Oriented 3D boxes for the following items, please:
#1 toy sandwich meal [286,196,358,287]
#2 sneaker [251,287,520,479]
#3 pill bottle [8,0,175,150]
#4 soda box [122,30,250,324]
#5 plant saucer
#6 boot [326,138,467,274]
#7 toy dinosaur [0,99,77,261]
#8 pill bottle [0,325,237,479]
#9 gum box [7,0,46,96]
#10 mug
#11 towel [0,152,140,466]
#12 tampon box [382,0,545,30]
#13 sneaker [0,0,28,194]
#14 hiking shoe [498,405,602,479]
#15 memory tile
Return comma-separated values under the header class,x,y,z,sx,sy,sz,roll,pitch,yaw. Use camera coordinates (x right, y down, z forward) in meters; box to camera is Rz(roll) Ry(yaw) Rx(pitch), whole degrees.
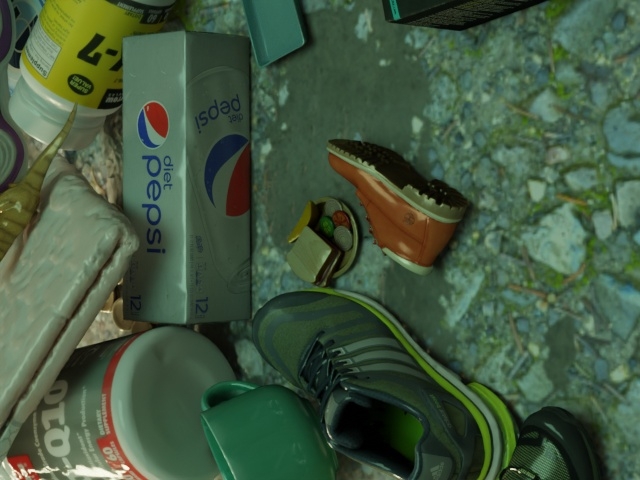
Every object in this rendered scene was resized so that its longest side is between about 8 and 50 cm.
class,x,y,z,sx,sy,sz,roll,pitch,yaw
toy sandwich meal,0.000,0.000,1.555,0.086,0.029,0.085,2,93,43
sneaker,0.036,0.128,1.462,0.300,0.121,0.111,29,110,39
pill bottle,-0.239,-0.204,1.712,0.119,0.119,0.208,49,123,30
soda box,-0.132,-0.061,1.635,0.098,0.091,0.286,1,92,43
plant saucer,-0.056,-0.267,1.607,0.067,0.018,0.192,-24,74,41
boot,0.055,-0.033,1.486,0.158,0.059,0.084,38,121,34
toy dinosaur,-0.309,-0.045,1.709,0.112,0.064,0.211,14,74,50
pill bottle,-0.229,0.187,1.686,0.283,0.161,0.161,-16,80,42
gum box,-0.332,-0.252,1.850,0.184,0.041,0.157,-45,62,34
mug,-0.048,0.188,1.540,0.129,0.097,0.157,105,141,-73
towel,-0.316,0.077,1.696,0.317,0.053,0.332,-58,27,2
tampon box,0.136,-0.253,1.369,0.161,0.101,0.120,-13,83,42
sneaker,-0.389,-0.134,1.816,0.152,0.114,0.305,169,105,-65
hiking shoe,0.160,0.247,1.355,0.086,0.114,0.226,22,106,40
memory tile,-0.204,0.039,1.761,0.148,0.012,0.113,42,119,33
